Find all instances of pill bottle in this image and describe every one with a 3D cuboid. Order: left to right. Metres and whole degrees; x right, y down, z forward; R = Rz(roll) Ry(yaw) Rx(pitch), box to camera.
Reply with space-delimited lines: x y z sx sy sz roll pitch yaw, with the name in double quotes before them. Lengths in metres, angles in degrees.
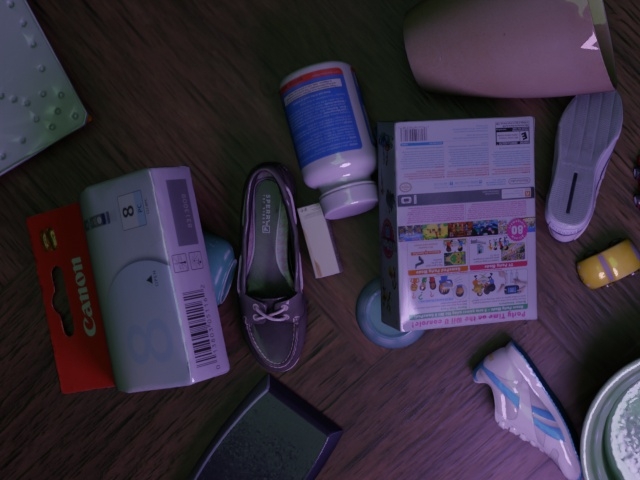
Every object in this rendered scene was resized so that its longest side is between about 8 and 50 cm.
"pill bottle" 0.020 -0.151 1.523 0.124 0.124 0.222 -16 79 6

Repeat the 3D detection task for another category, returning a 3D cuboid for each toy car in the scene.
"toy car" 0.537 0.008 1.511 0.225 0.053 0.239 30 93 6

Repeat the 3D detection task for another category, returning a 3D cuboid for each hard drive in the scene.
"hard drive" -0.100 0.360 1.581 0.172 0.054 0.255 37 94 6

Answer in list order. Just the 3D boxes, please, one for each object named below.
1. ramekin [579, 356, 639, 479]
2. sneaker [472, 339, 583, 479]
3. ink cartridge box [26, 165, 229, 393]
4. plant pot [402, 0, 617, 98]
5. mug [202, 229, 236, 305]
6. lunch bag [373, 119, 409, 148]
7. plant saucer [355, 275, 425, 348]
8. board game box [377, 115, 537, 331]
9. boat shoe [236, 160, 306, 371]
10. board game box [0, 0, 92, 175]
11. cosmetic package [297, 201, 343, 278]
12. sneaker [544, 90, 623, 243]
"ramekin" 0.533 0.299 1.444 0.303 0.148 0.304 0 90 16
"sneaker" 0.323 0.270 1.525 0.092 0.087 0.229 -34 79 12
"ink cartridge box" -0.328 0.076 1.506 0.385 0.091 0.308 -13 89 36
"plant pot" 0.271 -0.311 1.468 0.274 0.256 0.257 -13 88 23
"mug" -0.189 0.055 1.567 0.097 0.158 0.129 17 67 4
"lunch bag" 0.121 -0.147 1.537 0.065 0.098 0.067 -15 83 3
"plant saucer" 0.114 0.113 1.575 0.119 0.021 0.119 0 90 7
"board game box" 0.201 -0.028 1.474 0.224 0.097 0.303 -3 96 -16
"boat shoe" -0.083 0.043 1.560 0.112 0.095 0.335 -2 89 6
"board game box" -0.627 -0.266 1.647 0.390 0.050 0.390 -30 86 6
"cosmetic package" 0.000 0.000 1.570 0.041 0.060 0.115 -15 87 7
"sneaker" 0.390 -0.117 1.515 0.094 0.091 0.258 20 71 11
